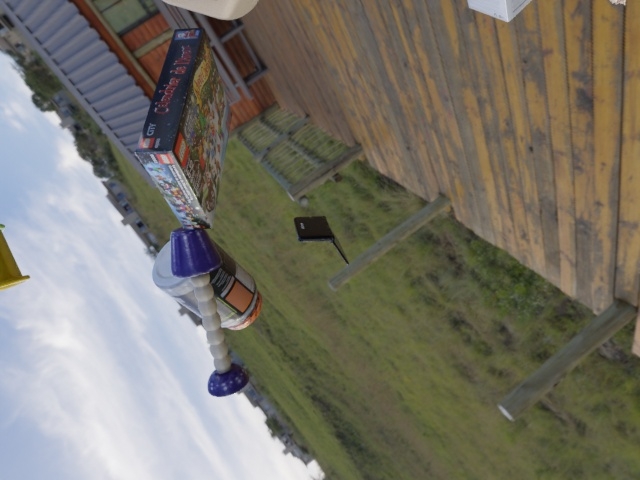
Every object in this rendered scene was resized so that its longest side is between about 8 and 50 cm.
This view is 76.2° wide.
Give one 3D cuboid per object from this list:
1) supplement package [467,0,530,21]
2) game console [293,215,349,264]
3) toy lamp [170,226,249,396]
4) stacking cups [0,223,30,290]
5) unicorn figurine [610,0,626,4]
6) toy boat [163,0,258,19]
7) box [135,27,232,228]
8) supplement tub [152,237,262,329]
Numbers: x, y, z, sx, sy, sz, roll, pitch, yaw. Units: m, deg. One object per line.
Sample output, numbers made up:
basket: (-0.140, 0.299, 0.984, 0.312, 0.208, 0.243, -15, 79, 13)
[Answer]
supplement package: (0.395, -0.639, 0.886, 0.134, 0.139, 0.244, 51, -174, 38)
game console: (0.000, 0.000, 0.869, 0.122, 0.107, 0.071, -111, 21, -65)
toy lamp: (-0.175, 0.111, 0.644, 0.080, 0.080, 0.274, -143, 40, -70)
stacking cups: (-0.418, -0.087, 0.430, 0.096, 0.096, 0.316, -176, 66, -82)
unicorn figurine: (0.546, -0.506, 0.721, 0.060, 0.111, 0.161, 27, 134, 58)
toy boat: (-0.236, -0.574, 0.852, 0.151, 0.231, 0.151, -21, 71, 57)
box: (-0.177, -0.155, 0.572, 0.159, 0.044, 0.233, 84, -174, -59)
supplement tub: (-0.317, 0.130, 1.202, 0.193, 0.194, 0.316, 48, 175, 45)
